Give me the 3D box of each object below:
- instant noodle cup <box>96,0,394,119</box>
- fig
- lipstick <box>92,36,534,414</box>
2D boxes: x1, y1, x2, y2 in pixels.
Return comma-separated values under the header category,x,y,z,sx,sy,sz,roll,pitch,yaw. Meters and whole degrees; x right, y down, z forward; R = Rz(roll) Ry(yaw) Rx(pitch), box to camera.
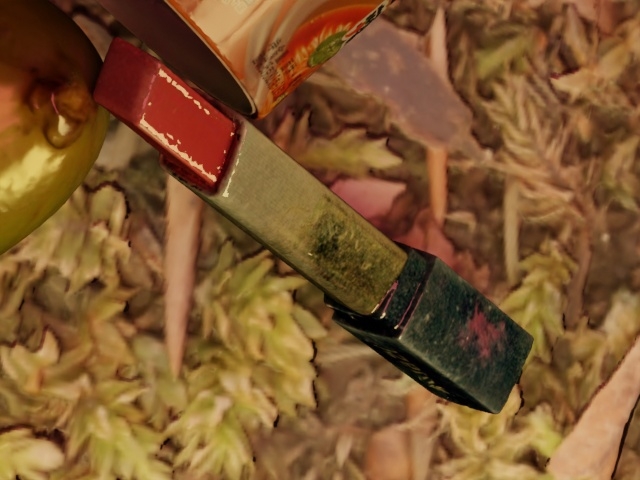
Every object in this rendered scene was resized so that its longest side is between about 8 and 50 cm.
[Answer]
category,x,y,z,sx,sy,sz,roll,pitch,yaw
instant noodle cup,-0.036,-0.189,0.882,0.250,0.250,0.192,44,85,-20
fig,-0.171,-0.057,0.885,0.153,0.121,0.136,-25,110,2
lipstick,0.000,0.000,0.936,0.312,0.051,0.051,38,76,-45
